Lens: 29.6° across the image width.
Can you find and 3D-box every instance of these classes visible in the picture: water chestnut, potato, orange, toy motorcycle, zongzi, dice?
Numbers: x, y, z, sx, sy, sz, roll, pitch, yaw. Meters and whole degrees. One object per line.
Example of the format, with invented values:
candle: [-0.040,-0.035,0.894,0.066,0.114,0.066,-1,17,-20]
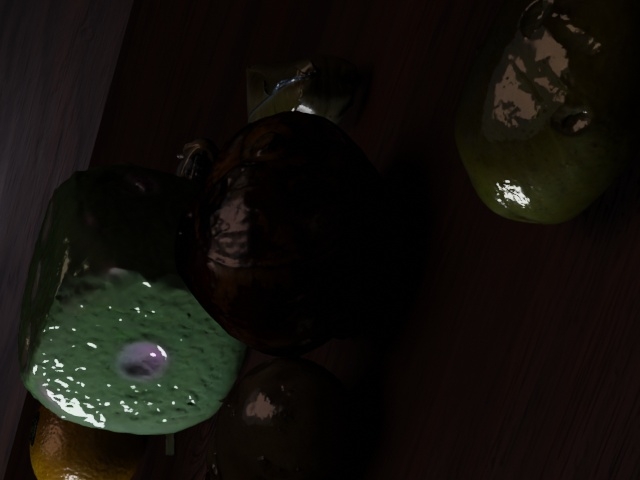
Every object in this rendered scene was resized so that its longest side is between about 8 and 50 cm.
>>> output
water chestnut: [-0.031,-0.001,1.396,0.289,0.244,0.289,-160,90,-74]
potato: [0.199,-0.130,0.995,0.228,0.148,0.197,127,164,-53]
orange: [-0.438,0.375,2.277,0.236,0.236,0.236,-167,90,-70]
toy motorcycle: [-0.221,-0.097,2.180,0.229,0.094,0.130,111,167,-58]
zongzi: [-0.037,-0.129,1.676,0.228,0.115,0.256,-171,87,-65]
potato: [-0.048,0.228,1.417,0.262,0.165,0.165,140,138,-64]
dice: [-0.289,0.087,1.899,0.330,0.318,0.322,-106,35,-53]

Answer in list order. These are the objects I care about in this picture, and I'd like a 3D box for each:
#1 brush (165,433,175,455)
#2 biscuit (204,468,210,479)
brush: [-0.262,0.342,2.111,0.083,0.016,0.013,-99,17,-46]
biscuit: [-0.128,0.406,1.639,0.106,0.070,0.252,179,103,-70]
